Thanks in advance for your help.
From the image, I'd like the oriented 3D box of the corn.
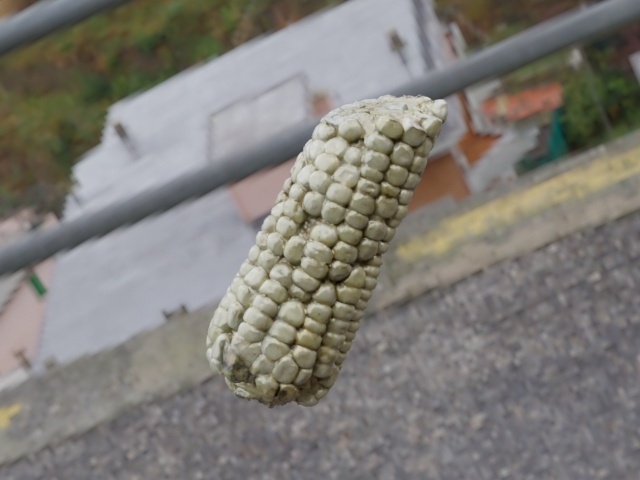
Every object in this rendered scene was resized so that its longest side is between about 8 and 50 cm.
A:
[{"bbox_3d":[0.000,0.000,1.045,0.087,0.087,0.210,37,106,61],"label":"corn"}]
